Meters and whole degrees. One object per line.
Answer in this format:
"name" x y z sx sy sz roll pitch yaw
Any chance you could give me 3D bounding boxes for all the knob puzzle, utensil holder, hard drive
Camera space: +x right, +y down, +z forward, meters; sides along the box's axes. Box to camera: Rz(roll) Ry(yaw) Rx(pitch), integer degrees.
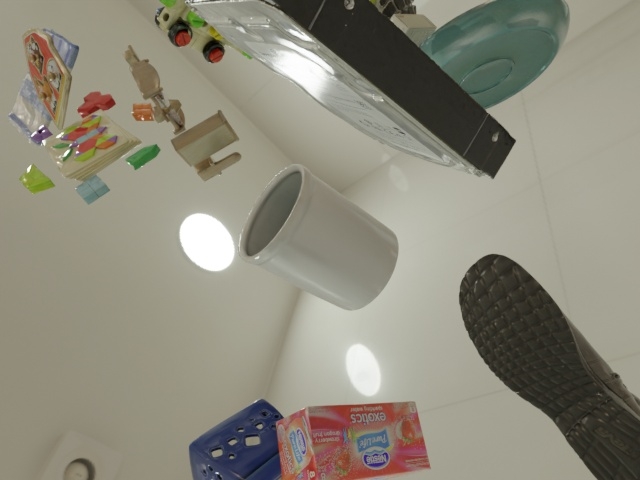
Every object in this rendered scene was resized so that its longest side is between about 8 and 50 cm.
"knob puzzle" -0.606 -0.366 1.067 0.030 0.213 0.213 -25 -95 -41
"utensil holder" 0.000 0.000 1.511 0.386 0.328 0.327 30 -136 -26
"hard drive" 0.035 -0.187 0.558 0.339 0.064 0.237 26 -174 -38

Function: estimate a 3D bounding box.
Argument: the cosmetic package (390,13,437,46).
"cosmetic package" 0.158 -0.376 0.900 0.041 0.060 0.115 48 -140 11

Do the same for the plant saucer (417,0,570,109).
"plant saucer" 0.292 -0.308 0.890 0.318 0.318 0.043 4 -116 -50

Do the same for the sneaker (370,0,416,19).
"sneaker" 0.093 -0.467 1.034 0.279 0.118 0.107 -38 -66 -32

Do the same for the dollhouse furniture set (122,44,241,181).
"dollhouse furniture set" -0.408 -0.415 1.531 0.355 0.174 0.303 60 180 22

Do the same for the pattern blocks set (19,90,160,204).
"pattern blocks set" -0.453 -0.192 0.967 0.285 0.325 0.026 -49 -35 -25

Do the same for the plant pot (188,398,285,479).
"plant pot" -0.147 0.562 1.178 0.236 0.212 0.235 -22 -62 -42

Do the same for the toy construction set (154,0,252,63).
"toy construction set" -0.220 -0.493 1.017 0.328 0.215 0.151 17 -148 -51

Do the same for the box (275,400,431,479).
"box" 0.072 0.446 1.071 0.300 0.142 0.153 10 -125 -32

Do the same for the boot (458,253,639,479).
"boot" 0.331 0.167 0.691 0.338 0.118 0.223 58 -157 15

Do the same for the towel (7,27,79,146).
"towel" -0.732 -0.405 1.296 0.209 0.284 0.034 36 -168 34
